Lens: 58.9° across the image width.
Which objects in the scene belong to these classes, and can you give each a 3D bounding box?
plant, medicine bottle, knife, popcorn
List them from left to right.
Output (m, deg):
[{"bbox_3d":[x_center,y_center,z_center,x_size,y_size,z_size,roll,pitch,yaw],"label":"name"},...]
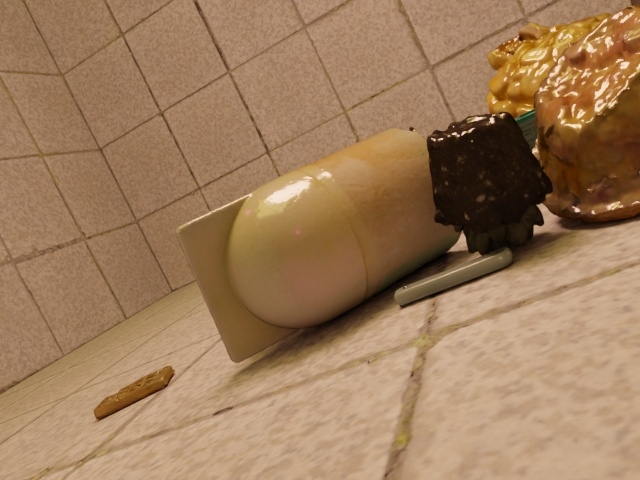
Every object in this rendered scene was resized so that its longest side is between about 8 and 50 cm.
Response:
[{"bbox_3d":[0.000,0.000,0.887,0.406,0.236,0.235,-27,5,-23],"label":"medicine bottle"},{"bbox_3d":[0.174,0.047,0.747,0.162,0.023,0.044,-24,7,19],"label":"knife"},{"bbox_3d":[0.224,-0.068,0.760,0.129,0.195,0.132,-29,17,-14],"label":"plant"},{"bbox_3d":[0.662,-0.421,1.560,0.390,0.344,0.354,9,71,42],"label":"popcorn"}]

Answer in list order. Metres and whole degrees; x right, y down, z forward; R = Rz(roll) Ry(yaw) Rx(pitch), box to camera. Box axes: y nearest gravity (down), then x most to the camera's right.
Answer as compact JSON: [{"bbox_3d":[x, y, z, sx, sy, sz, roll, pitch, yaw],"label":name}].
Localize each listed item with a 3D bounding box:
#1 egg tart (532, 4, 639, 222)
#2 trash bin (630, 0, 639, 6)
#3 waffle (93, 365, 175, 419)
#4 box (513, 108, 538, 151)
[{"bbox_3d":[0.394,-0.187,0.729,0.352,0.150,0.352,-50,16,21],"label":"egg tart"},{"bbox_3d":[0.601,-0.318,0.840,0.209,0.290,0.182,-27,5,-26],"label":"trash bin"},{"bbox_3d":[-0.329,0.268,1.009,0.135,0.021,0.092,-25,6,-2],"label":"waffle"},{"bbox_3d":[0.359,-0.143,1.036,0.244,0.153,0.092,-23,6,19],"label":"box"}]
